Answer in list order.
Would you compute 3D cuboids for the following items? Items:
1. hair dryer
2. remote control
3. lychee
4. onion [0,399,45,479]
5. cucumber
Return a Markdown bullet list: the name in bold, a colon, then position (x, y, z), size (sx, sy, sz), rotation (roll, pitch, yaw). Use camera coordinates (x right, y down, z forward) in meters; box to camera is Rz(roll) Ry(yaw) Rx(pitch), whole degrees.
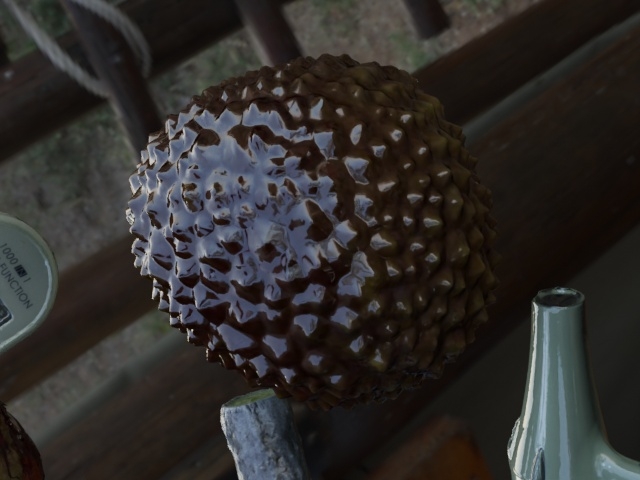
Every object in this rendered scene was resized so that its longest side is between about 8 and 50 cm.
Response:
- **hair dryer**: position (0.227, 0.137, 0.950), size (0.224, 0.088, 0.219), rotation (-15, 100, 43)
- **remote control**: position (-0.246, 0.062, 0.686), size (0.078, 0.221, 0.042), rotation (59, 165, -18)
- **lychee**: position (0.000, 0.000, 0.915), size (0.267, 0.267, 0.268), rotation (35, 146, 29)
- **onion**: position (-0.322, 0.184, 1.066), size (0.184, 0.184, 0.147), rotation (33, 113, 31)
- **cucumber**: position (-0.044, 0.183, 1.049), size (0.064, 0.064, 0.112), rotation (-21, 83, 59)
